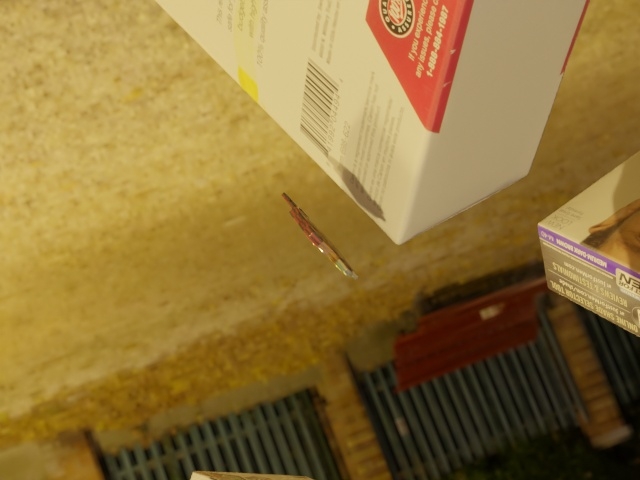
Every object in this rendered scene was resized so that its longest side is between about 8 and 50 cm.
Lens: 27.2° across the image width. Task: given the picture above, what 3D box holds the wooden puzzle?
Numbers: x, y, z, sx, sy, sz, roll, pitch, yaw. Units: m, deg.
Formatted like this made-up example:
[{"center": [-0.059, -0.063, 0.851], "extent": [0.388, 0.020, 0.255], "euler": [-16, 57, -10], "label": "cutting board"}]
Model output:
[{"center": [0.000, 0.000, 0.871], "extent": [0.006, 0.049, 0.083], "euler": [-42, -147, 4], "label": "wooden puzzle"}]

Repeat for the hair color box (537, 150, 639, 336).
[{"center": [0.433, -0.035, 1.500], "extent": [0.338, 0.110, 0.185], "euler": [-35, -141, -22], "label": "hair color box"}]

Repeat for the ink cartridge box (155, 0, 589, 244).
[{"center": [0.022, -0.234, 1.090], "extent": [0.160, 0.385, 0.279], "euler": [-28, 149, -28], "label": "ink cartridge box"}]

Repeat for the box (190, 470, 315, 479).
[{"center": [-0.030, 0.268, 1.327], "extent": [0.114, 0.036, 0.207], "euler": [16, 178, 34], "label": "box"}]
